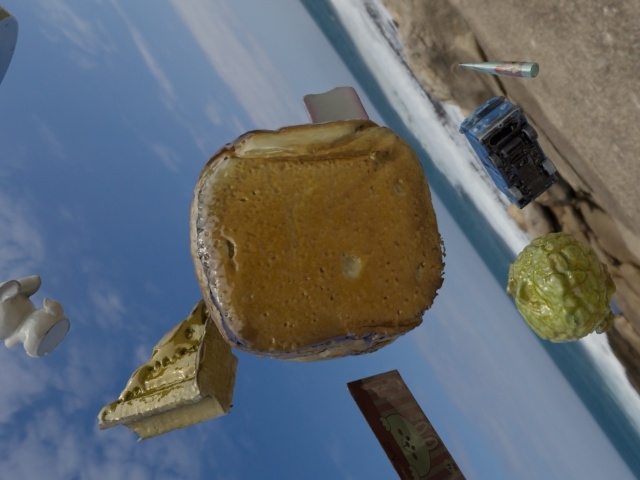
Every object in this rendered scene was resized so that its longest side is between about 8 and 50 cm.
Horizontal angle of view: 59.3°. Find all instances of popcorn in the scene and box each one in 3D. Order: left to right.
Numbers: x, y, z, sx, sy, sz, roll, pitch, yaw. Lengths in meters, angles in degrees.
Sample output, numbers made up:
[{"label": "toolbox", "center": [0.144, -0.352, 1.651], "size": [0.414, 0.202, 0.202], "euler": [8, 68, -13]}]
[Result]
[{"label": "popcorn", "center": [0.559, 0.114, 1.278], "size": [0.251, 0.206, 0.237], "euler": [30, -136, -19]}]

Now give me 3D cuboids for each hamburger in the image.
[{"label": "hamburger", "center": [-0.006, 0.004, 0.700], "size": [0.174, 0.304, 0.284], "euler": [105, 158, -71]}]

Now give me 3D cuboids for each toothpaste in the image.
[{"label": "toothpaste", "center": [0.427, -0.415, 1.352], "size": [0.056, 0.036, 0.205], "euler": [0, -163, -37]}]

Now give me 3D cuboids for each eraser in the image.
[{"label": "eraser", "center": [0.077, -0.150, 1.261], "size": [0.359, 0.122, 0.272], "euler": [66, -175, -73]}]

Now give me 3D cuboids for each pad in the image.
[{"label": "pad", "center": [0.180, 0.392, 1.094], "size": [0.202, 0.005, 0.300], "euler": [4, -133, -52]}]

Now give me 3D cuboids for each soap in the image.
[{"label": "soap", "center": [-0.396, 0.338, 1.488], "size": [0.169, 0.338, 0.304], "euler": [52, -154, -38]}]

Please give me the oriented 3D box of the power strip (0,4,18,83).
[{"label": "power strip", "center": [-0.454, -0.233, 0.718], "size": [0.054, 0.167, 0.253], "euler": [28, 172, -20]}]

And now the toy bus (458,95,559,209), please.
[{"label": "toy bus", "center": [0.406, -0.194, 1.221], "size": [0.234, 0.116, 0.133], "euler": [45, -169, -35]}]

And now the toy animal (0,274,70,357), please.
[{"label": "toy animal", "center": [-0.748, 0.194, 1.440], "size": [0.193, 0.178, 0.127], "euler": [39, -164, 4]}]
